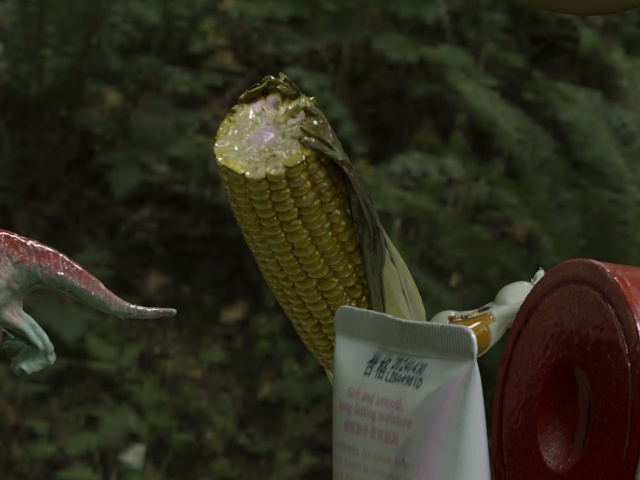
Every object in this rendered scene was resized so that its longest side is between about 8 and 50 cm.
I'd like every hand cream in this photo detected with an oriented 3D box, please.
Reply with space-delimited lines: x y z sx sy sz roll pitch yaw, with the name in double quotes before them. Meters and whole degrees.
"hand cream" 0.064 0.226 1.252 0.118 0.359 0.185 -5 5 -25

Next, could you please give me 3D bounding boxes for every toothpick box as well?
"toothpick box" 0.304 0.128 1.234 0.333 0.204 0.204 8 26 -21

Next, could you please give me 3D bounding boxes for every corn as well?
"corn" 0.003 -0.003 1.624 0.122 0.305 0.123 -16 42 11

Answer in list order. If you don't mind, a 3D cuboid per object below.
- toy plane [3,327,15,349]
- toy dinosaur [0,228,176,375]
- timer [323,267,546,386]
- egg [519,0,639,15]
"toy plane" -0.330 0.066 1.719 0.060 0.037 0.145 6 9 -34
"toy dinosaur" -0.220 0.017 1.250 0.242 0.167 0.053 0 31 13
"timer" 0.142 0.109 2.110 0.266 0.175 0.175 -26 30 5
"egg" 0.268 -0.385 1.950 0.301 0.301 0.374 -2 17 -24
